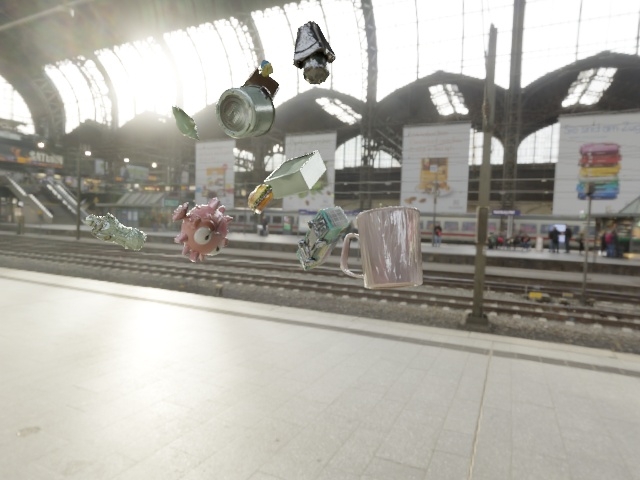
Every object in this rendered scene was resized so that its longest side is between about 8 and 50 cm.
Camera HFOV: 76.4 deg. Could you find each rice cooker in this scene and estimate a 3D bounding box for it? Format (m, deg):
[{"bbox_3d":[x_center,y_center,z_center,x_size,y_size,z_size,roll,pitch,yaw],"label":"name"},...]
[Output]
[{"bbox_3d":[-0.346,-0.605,1.916,0.280,0.241,0.227,-44,-5,33],"label":"rice cooker"}]

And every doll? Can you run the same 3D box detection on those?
[{"bbox_3d":[-0.380,-0.037,1.319,0.093,0.211,0.262,20,-20,28],"label":"doll"}]

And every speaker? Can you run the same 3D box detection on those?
[{"bbox_3d":[-0.345,-0.817,2.245,0.192,0.153,0.231,31,38,-16],"label":"speaker"}]

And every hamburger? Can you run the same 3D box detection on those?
[{"bbox_3d":[-0.274,-0.193,1.858,0.087,0.137,0.166,40,-16,-5],"label":"hamburger"}]

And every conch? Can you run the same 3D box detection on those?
[{"bbox_3d":[-0.490,-0.431,1.485,0.065,0.088,0.180,-20,-36,5],"label":"conch"}]

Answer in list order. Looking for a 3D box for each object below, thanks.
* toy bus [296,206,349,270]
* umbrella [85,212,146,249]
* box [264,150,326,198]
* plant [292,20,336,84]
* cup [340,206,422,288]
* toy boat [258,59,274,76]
[{"bbox_3d":[0.000,0.000,1.276,0.109,0.091,0.262,-15,-23,-27],"label":"toy bus"},{"bbox_3d":[-0.508,-0.021,1.011,0.143,0.067,0.062,31,4,-26],"label":"umbrella"},{"bbox_3d":[-0.123,-0.324,2.049,0.224,0.118,0.225,-10,31,33],"label":"box"},{"bbox_3d":[-0.028,-0.783,1.718,0.164,0.256,0.141,-11,-7,28],"label":"plant"},{"bbox_3d":[0.213,0.029,1.427,0.287,0.274,0.208,-4,-10,0],"label":"cup"},{"bbox_3d":[-0.248,-0.779,1.842,0.065,0.066,0.172,-32,19,-6],"label":"toy boat"}]
